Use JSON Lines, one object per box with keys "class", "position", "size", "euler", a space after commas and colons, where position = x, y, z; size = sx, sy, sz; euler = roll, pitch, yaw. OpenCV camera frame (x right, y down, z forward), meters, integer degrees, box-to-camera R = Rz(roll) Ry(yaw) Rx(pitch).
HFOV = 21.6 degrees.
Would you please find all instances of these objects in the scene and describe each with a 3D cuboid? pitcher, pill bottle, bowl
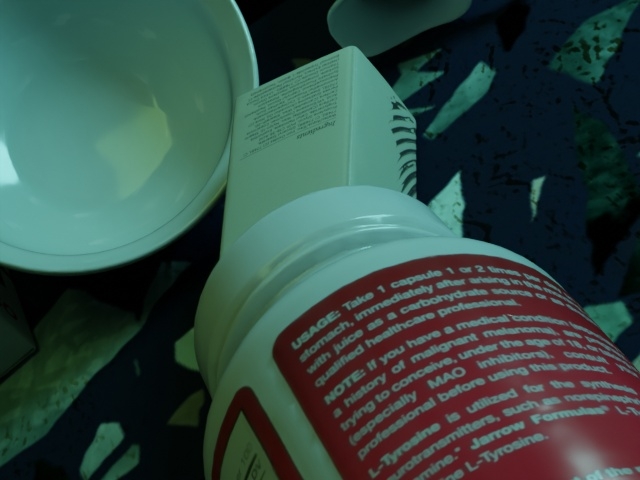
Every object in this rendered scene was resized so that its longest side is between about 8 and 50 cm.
{"class": "pitcher", "position": [0.084, -0.260, 1.332], "size": [0.178, 0.125, 0.207], "euler": [-10, 55, 7]}
{"class": "pill bottle", "position": [0.076, 0.142, 0.839], "size": [0.229, 0.229, 0.408], "euler": [-39, 37, 3]}
{"class": "bowl", "position": [-0.195, -0.100, 1.344], "size": [0.298, 0.134, 0.298], "euler": [0, 74, -1]}

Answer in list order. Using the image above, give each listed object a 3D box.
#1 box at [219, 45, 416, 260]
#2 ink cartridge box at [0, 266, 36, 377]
{"class": "box", "position": [0.000, 0.000, 1.155], "size": [0.113, 0.094, 0.275], "euler": [-21, 42, 25]}
{"class": "ink cartridge box", "position": [-0.362, -0.002, 1.389], "size": [0.114, 0.197, 0.273], "euler": [-38, 38, 5]}
